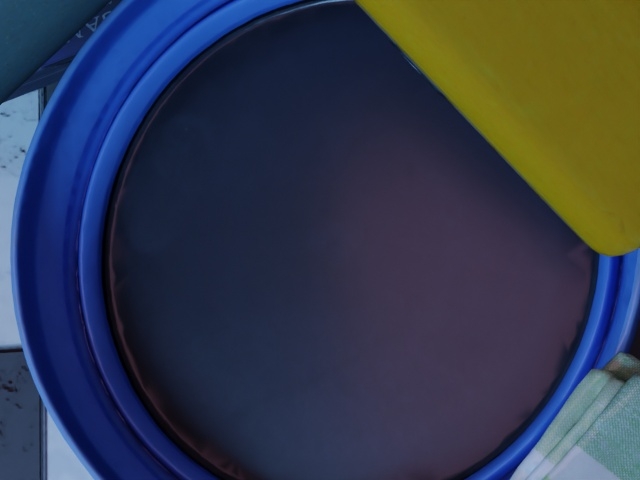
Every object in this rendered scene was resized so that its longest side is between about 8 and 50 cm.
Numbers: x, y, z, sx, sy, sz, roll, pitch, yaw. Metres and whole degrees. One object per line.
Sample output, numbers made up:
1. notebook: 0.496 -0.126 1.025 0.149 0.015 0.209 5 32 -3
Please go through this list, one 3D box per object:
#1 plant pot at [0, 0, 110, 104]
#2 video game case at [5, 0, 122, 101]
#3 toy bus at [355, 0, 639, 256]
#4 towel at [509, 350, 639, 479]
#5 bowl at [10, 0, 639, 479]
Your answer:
1. plant pot: -0.216 -0.236 0.666 0.341 0.341 0.334 43 92 19
2. video game case: -0.248 -0.229 0.830 0.196 0.026 0.274 -21 82 0
3. toy bus: 0.051 -0.145 0.539 0.108 0.130 0.332 -43 115 9
4. towel: 0.137 0.253 0.624 0.248 0.038 0.325 41 95 -4
5. bowl: 0.000 0.000 0.723 0.391 0.077 0.391 -3 81 19
